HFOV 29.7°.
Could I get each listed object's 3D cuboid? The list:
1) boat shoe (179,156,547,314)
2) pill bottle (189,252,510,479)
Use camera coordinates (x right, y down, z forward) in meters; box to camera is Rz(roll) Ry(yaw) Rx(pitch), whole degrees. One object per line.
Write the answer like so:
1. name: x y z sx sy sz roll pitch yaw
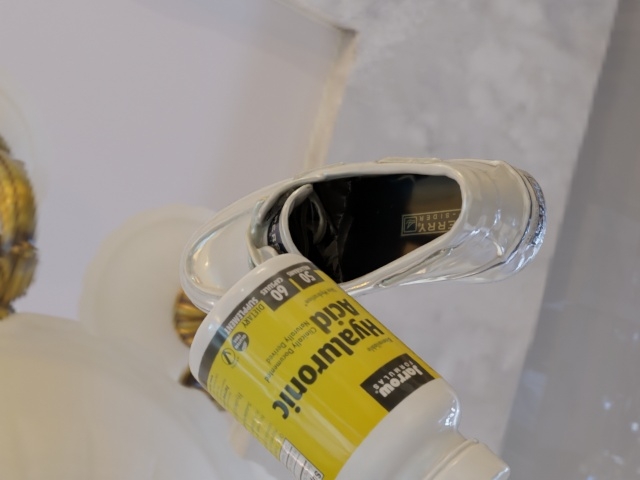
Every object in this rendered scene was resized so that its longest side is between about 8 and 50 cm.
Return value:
1. boat shoe: 0.000 0.000 0.726 0.088 0.267 0.096 13 -103 -49
2. pill bottle: 0.011 0.063 0.450 0.065 0.116 0.065 -41 -22 -21
